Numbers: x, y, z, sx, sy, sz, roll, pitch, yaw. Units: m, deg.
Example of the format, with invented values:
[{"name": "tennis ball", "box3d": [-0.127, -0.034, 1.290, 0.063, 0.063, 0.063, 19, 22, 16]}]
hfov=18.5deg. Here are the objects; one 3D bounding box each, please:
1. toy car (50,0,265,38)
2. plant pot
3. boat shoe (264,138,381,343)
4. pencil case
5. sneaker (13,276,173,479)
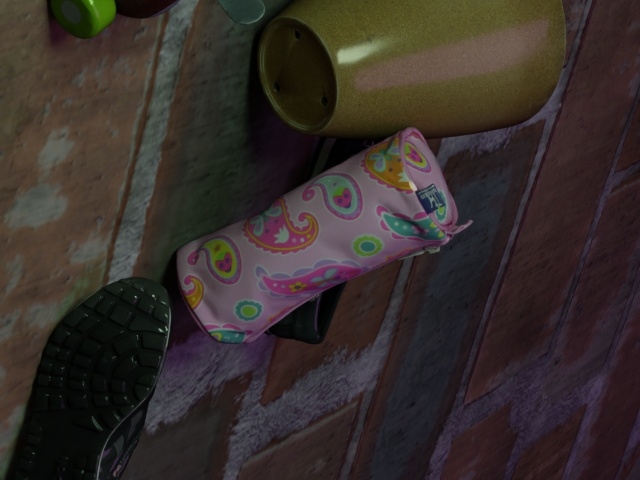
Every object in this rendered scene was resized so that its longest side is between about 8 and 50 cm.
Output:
[{"name": "toy car", "box3d": [-0.098, -0.224, 1.567, 0.155, 0.188, 0.149, -43, 149, -38]}, {"name": "plant pot", "box3d": [0.068, -0.194, 1.939, 0.254, 0.237, 0.237, -21, 134, -37]}, {"name": "boat shoe", "box3d": [0.039, -0.035, 2.130, 0.340, 0.113, 0.127, -56, 155, -17]}, {"name": "pencil case", "box3d": [0.000, 0.000, 1.912, 0.284, 0.124, 0.124, -26, 164, 18]}, {"name": "sneaker", "box3d": [-0.212, 0.156, 1.863, 0.283, 0.107, 0.124, -65, 171, 12]}]
